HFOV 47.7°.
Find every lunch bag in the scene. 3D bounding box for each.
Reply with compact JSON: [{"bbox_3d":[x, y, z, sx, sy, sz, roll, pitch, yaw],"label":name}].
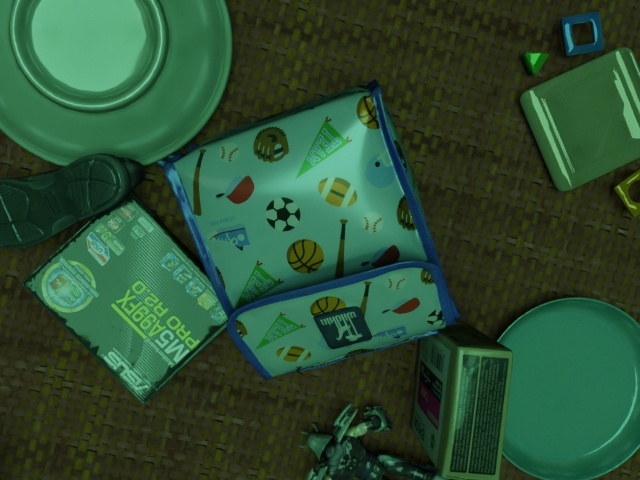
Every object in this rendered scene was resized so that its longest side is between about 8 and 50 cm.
[{"bbox_3d":[0.000,0.000,1.069,0.328,0.239,0.385,-17,105,9],"label":"lunch bag"}]

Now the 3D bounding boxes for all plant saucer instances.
[{"bbox_3d":[0.422,0.252,1.236,0.318,0.044,0.317,0,94,-5],"label":"plant saucer"},{"bbox_3d":[-0.328,-0.295,1.054,0.401,0.100,0.400,-1,100,-8],"label":"plant saucer"}]

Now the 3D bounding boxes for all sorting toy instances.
[{"bbox_3d":[0.449,-0.198,1.206,0.196,0.047,0.347,-24,96,1],"label":"sorting toy"}]

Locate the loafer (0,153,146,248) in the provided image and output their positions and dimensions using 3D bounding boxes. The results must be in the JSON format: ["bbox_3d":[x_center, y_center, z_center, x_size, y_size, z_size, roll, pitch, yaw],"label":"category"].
[{"bbox_3d":[-0.400,-0.059,1.096,0.303,0.095,0.109,-14,97,20],"label":"loafer"}]

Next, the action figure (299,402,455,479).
[{"bbox_3d":[0.094,0.379,1.190,0.285,0.099,0.185,26,98,-3],"label":"action figure"}]

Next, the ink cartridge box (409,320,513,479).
[{"bbox_3d":[0.209,0.235,1.118,0.088,0.235,0.193,6,93,-6],"label":"ink cartridge box"}]

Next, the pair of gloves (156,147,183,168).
[{"bbox_3d":[-0.270,-0.208,1.144,0.159,0.023,0.198,27,90,-7],"label":"pair of gloves"}]

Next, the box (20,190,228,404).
[{"bbox_3d":[-0.291,0.087,1.144,0.216,0.060,0.270,-42,97,-2],"label":"box"}]
